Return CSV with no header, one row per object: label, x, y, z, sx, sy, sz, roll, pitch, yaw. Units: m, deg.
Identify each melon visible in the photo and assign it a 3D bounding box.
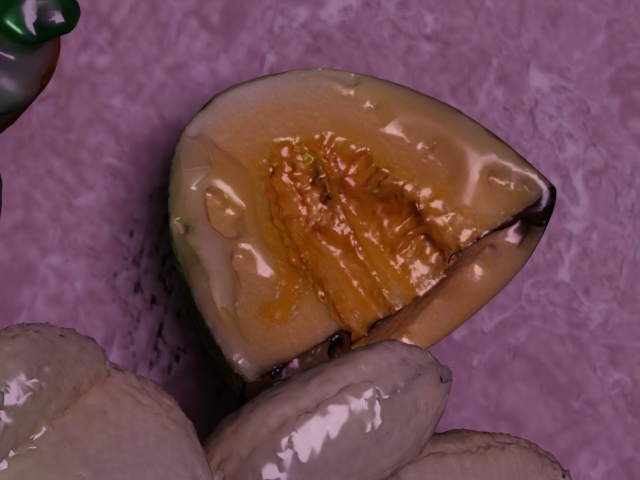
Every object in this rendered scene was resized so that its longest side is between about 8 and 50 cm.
melon,0.000,0.000,0.717,0.160,0.079,0.128,-30,78,-30

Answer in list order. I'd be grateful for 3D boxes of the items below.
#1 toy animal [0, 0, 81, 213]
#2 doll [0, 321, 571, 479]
toy animal,-0.152,-0.030,0.624,0.125,0.127,0.251,-3,96,-42
doll,-0.036,0.119,0.643,0.278,0.149,0.175,10,82,-42
